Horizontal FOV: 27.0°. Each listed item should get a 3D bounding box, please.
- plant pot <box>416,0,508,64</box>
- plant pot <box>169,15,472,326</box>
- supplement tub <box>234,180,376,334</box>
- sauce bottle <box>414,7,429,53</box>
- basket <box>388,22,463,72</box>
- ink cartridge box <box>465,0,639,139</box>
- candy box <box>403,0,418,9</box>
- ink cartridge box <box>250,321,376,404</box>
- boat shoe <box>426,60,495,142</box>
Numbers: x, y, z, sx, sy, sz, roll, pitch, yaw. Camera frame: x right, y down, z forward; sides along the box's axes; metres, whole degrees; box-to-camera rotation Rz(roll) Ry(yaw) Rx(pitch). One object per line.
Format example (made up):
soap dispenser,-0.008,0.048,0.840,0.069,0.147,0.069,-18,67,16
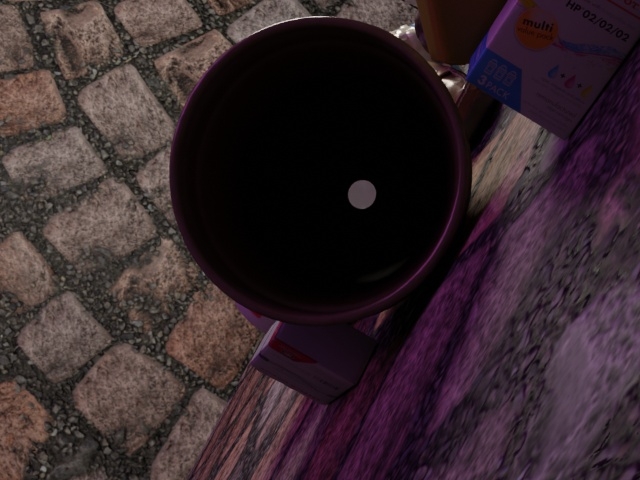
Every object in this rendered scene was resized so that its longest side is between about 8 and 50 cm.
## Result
plant pot,0.182,-0.258,1.248,0.212,0.212,0.187,-86,-4,-81
plant pot,0.022,-0.066,1.512,0.323,0.323,0.280,-60,-12,4
supplement tub,0.000,0.000,1.851,0.272,0.191,0.191,-56,5,45
sauce bottle,0.241,-0.327,1.648,0.111,0.111,0.344,-62,14,-26
basket,0.081,-0.208,2.060,0.288,0.201,0.255,-28,6,4
ink cartridge box,0.214,-0.190,1.122,0.181,0.104,0.061,-58,4,28
candy box,0.212,-0.375,1.890,0.070,0.196,0.165,-63,5,-33
ink cartridge box,-0.011,0.133,1.575,0.063,0.109,0.150,-62,4,-20
boat shoe,0.148,-0.180,1.781,0.123,0.116,0.324,-60,8,0
